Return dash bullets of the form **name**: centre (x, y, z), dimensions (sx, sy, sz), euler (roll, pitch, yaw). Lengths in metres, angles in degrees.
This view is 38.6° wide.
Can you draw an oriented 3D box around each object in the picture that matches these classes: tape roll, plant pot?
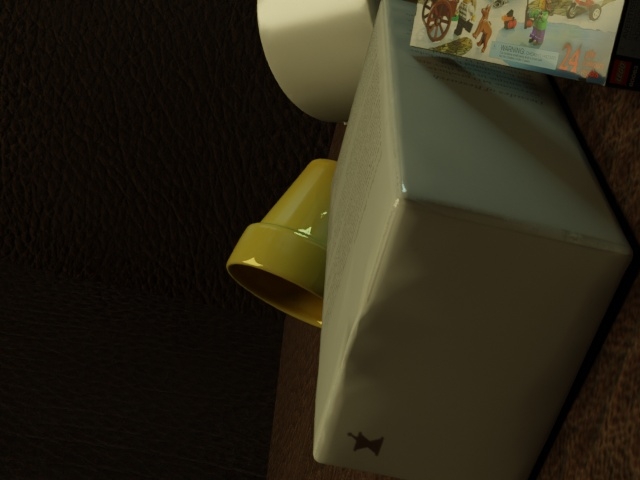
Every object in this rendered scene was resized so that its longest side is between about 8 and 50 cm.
- **tape roll**: centre (0.068, -0.270, 1.091), dimensions (0.169, 0.246, 0.246), euler (-3, 69, 42)
- **plant pot**: centre (0.000, 0.000, 1.581), dimensions (0.239, 0.254, 0.254), euler (-64, 1, -16)

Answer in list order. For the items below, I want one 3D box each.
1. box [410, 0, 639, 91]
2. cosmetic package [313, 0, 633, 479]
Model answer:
- **box**: centre (0.160, -0.207, 0.675), dimensions (0.233, 0.044, 0.159), euler (31, 116, 57)
- **cosmetic package**: centre (0.103, -0.029, 0.798), dimensions (0.453, 0.162, 0.230), euler (-84, 8, -59)
